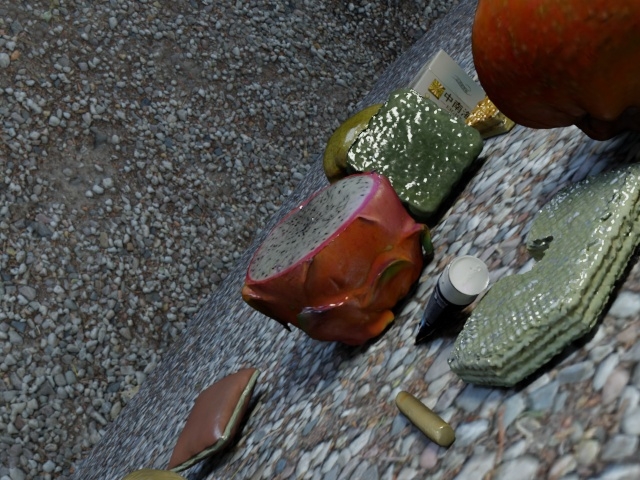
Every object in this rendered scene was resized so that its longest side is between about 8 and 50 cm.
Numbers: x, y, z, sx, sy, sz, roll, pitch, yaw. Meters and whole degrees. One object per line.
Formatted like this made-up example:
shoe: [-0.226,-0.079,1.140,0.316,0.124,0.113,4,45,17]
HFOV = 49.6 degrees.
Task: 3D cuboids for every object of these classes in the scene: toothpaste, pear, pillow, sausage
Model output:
toothpaste: [0.146,0.069,0.797,0.071,0.045,0.193,-52,-10,-21]
pear: [0.113,-0.184,1.495,0.211,0.188,0.228,-50,13,-24]
pillow: [-0.184,0.319,1.218,0.171,0.075,0.179,-35,19,32]
sausage: [0.102,0.178,0.706,0.024,0.024,0.132,-50,11,-6]

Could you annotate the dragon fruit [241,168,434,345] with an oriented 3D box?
dragon fruit: [0.041,0.037,1.067,0.290,0.189,0.291,-39,18,15]

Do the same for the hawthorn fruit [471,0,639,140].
hawthorn fruit: [0.294,-0.258,0.706,0.276,0.298,0.277,-6,-6,-1]

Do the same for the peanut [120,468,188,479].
peanut: [-0.247,0.413,1.034,0.253,0.122,0.137,-27,33,53]

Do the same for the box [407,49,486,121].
box: [0.225,-0.240,1.345,0.067,0.155,0.243,-31,22,55]

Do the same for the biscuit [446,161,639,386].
biscuit: [0.225,0.032,0.667,0.250,0.046,0.147,-52,12,-19]

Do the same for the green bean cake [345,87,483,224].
green bean cake: [0.156,-0.145,1.183,0.183,0.185,0.094,-53,-7,-10]

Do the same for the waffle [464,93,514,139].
waffle: [0.316,-0.232,1.244,0.102,0.042,0.148,-52,11,-11]
